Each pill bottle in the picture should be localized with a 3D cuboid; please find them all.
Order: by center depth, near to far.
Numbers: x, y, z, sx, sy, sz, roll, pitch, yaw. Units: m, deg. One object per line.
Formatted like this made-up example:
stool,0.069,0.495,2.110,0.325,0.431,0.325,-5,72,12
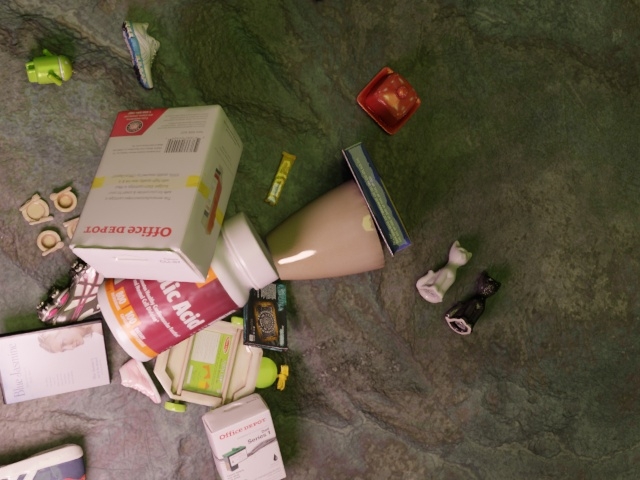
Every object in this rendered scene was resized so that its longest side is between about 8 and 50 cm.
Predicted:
pill bottle,-0.312,0.106,1.698,0.392,0.224,0.224,-30,94,-1

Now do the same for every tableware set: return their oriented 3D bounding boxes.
tableware set,-0.662,-0.050,1.770,0.141,0.020,0.169,-27,94,-19

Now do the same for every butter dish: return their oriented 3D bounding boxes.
butter dish,0.218,-0.419,2.046,0.160,0.118,0.160,44,74,-10

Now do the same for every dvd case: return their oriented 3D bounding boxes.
dvd case,-0.649,0.291,1.703,0.252,0.022,0.181,-9,111,-19

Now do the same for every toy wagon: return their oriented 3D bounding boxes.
toy wagon,-0.256,0.329,1.841,0.344,0.068,0.267,15,80,-17

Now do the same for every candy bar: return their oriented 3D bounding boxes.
candy bar,-0.113,-0.173,1.964,0.040,0.018,0.162,23,78,-11

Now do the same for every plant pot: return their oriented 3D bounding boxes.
plant pot,0.000,0.000,1.887,0.273,0.256,0.257,-20,91,-2

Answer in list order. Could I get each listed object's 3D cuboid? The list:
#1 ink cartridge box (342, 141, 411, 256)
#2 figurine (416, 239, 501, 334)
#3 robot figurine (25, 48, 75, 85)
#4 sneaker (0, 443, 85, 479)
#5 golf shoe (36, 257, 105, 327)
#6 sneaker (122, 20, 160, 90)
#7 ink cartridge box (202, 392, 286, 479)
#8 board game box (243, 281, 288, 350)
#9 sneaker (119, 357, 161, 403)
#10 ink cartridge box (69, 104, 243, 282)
ink cartridge box,0.157,-0.120,1.901,0.072,0.307,0.304,-26,94,5
figurine,0.419,0.131,2.081,0.215,0.092,0.209,46,65,-8
robot figurine,-0.683,-0.433,1.777,0.115,0.067,0.101,-11,58,-18
sneaker,-0.721,0.591,1.625,0.349,0.131,0.148,-12,84,-19
golf shoe,-0.580,0.111,1.751,0.120,0.105,0.273,44,79,-25
sneaker,-0.460,-0.494,1.858,0.082,0.071,0.191,-15,89,-25
ink cartridge box,-0.193,0.525,1.790,0.160,0.092,0.220,-20,114,-19
board game box,-0.146,0.195,1.864,0.126,0.026,0.186,16,59,-32
sneaker,-0.462,0.366,1.778,0.070,0.051,0.134,-30,91,-17
ink cartridge box,-0.367,-0.107,1.611,0.279,0.160,0.385,1,61,18
